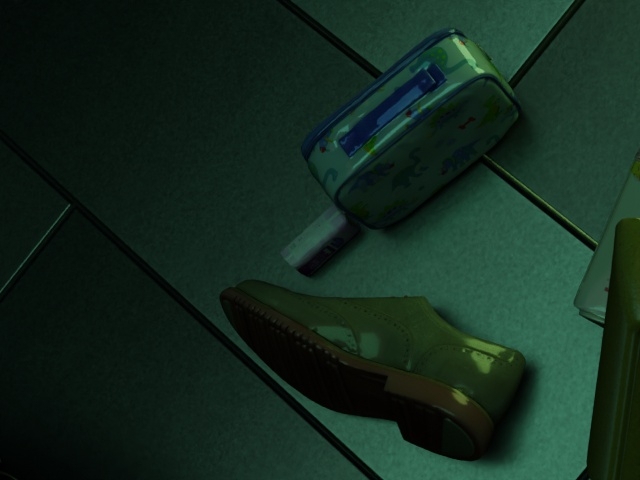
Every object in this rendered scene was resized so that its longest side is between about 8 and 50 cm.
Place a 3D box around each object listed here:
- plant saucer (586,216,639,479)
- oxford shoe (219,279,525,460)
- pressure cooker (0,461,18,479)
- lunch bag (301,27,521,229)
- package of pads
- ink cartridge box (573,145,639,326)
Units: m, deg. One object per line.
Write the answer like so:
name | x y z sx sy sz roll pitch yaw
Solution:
plant saucer | 0.389 0.176 1.703 0.333 0.333 0.081 21 42 25
oxford shoe | 0.053 0.110 1.972 0.348 0.123 0.130 25 61 26
pressure cooker | -0.475 0.335 1.828 0.420 0.370 0.375 21 90 28
lunch bag | 0.095 -0.117 1.956 0.219 0.176 0.090 -40 67 10
package of pads | 0.000 0.000 2.034 0.083 0.050 0.032 -42 66 7
ink cartridge box | 0.414 -0.023 1.831 0.226 0.131 0.306 23 88 26
